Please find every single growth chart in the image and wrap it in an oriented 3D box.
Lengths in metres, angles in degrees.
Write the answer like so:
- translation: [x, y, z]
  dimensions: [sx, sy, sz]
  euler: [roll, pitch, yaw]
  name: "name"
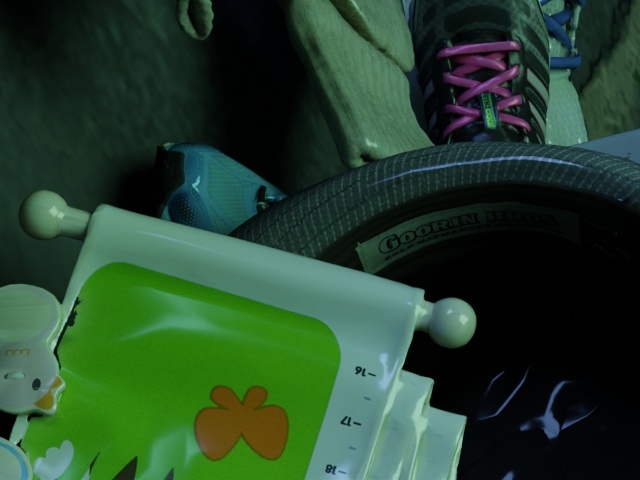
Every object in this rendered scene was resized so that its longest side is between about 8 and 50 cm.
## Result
- translation: [-0.037, 0.100, 0.545]
  dimensions: [0.021, 0.172, 0.237]
  euler: [102, -5, -65]
  name: "growth chart"

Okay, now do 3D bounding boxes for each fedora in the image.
- translation: [0.048, 0.102, 0.628]
  dimensions: [0.275, 0.243, 0.124]
  euler: [-62, 163, -19]
  name: "fedora"

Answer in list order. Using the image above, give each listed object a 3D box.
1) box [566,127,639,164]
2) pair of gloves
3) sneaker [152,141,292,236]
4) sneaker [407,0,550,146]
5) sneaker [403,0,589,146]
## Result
- translation: [0.200, 0.053, 0.842]
  dimensions: [0.181, 0.119, 0.182]
  euler: [24, 60, -50]
  name: "box"
- translation: [-0.032, -0.128, 0.714]
  dimensions: [0.240, 0.042, 0.204]
  euler: [37, 24, -40]
  name: "pair of gloves"
- translation: [0.000, 0.000, 0.708]
  dimensions: [0.162, 0.073, 0.063]
  euler: [30, 48, -43]
  name: "sneaker"
- translation: [0.073, -0.049, 0.800]
  dimensions: [0.075, 0.063, 0.170]
  euler: [-93, 179, -76]
  name: "sneaker"
- translation: [0.083, -0.149, 0.869]
  dimensions: [0.112, 0.131, 0.296]
  euler: [-15, 85, -59]
  name: "sneaker"
